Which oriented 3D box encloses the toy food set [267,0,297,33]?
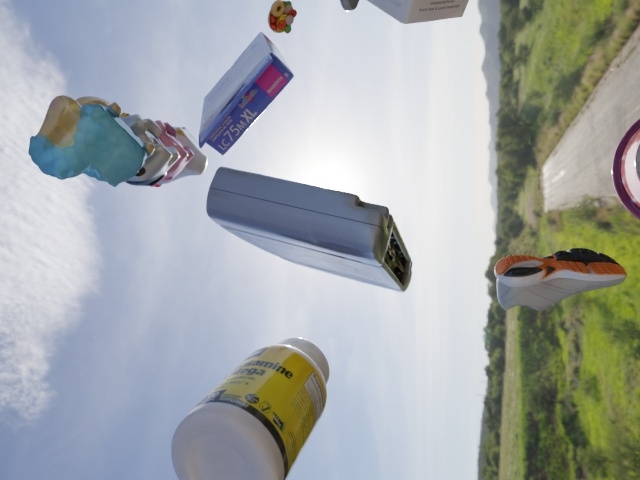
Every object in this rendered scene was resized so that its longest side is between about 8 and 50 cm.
[{"bbox_3d":[-0.100,-0.583,1.181,0.082,0.020,0.083,-13,-42,-38],"label":"toy food set"}]

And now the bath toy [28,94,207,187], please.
[{"bbox_3d":[-0.291,-0.141,0.716,0.151,0.129,0.348,52,-174,-4],"label":"bath toy"}]

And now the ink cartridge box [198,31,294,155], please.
[{"bbox_3d":[-0.140,-0.271,0.822,0.065,0.186,0.311,38,-163,-26],"label":"ink cartridge box"}]

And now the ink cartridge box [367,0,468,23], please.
[{"bbox_3d":[0.147,-0.582,0.681,0.160,0.279,0.385,-22,-33,-31],"label":"ink cartridge box"}]

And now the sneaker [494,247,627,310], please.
[{"bbox_3d":[0.509,0.093,0.978,0.099,0.262,0.121,-78,-18,-58],"label":"sneaker"}]

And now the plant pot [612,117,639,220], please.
[{"bbox_3d":[0.509,-0.105,0.615,0.180,0.201,0.202,-6,-85,-52],"label":"plant pot"}]

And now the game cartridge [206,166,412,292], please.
[{"bbox_3d":[0.000,0.000,0.537,0.297,0.197,0.062,39,-118,-69],"label":"game cartridge"}]

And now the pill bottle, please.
[{"bbox_3d":[-0.098,0.307,0.823,0.334,0.187,0.188,-32,-60,-69],"label":"pill bottle"}]

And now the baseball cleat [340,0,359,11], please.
[{"bbox_3d":[0.093,-0.588,0.953,0.072,0.109,0.206,-36,-35,-37],"label":"baseball cleat"}]
